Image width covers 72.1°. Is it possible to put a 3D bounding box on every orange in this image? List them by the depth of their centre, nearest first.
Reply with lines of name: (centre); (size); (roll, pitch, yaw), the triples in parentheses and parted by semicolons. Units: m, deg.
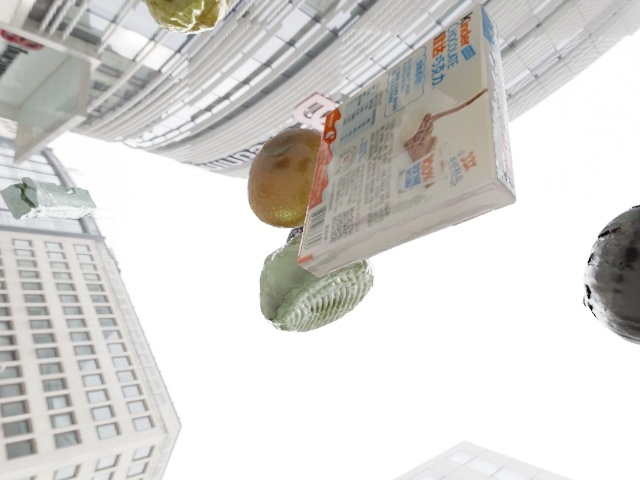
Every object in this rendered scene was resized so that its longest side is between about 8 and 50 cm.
orange: (-0.063, -0.195, 1.224); (0.262, 0.335, 0.196); (18, -42, 22)

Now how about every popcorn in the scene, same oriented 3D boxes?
popcorn: (-0.297, -0.575, 0.902); (0.252, 0.215, 0.287); (-6, -91, 29)

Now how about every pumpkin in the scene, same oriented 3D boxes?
pumpkin: (0.526, 0.051, 0.688); (0.163, 0.233, 0.233); (16, -85, 52)

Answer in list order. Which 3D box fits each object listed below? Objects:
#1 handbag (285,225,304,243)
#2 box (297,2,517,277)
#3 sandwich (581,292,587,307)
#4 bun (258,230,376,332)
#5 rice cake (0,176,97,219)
handbag: (-0.067, -0.015, 1.861); (0.126, 0.208, 0.229); (25, -106, 4)
box: (0.091, -0.114, 0.532); (0.265, 0.048, 0.273); (-24, -136, 43)
sandwich: (0.751, 0.064, 1.036); (0.131, 0.325, 0.262); (33, -51, 35)
bun: (-0.013, 0.053, 0.673); (0.195, 0.195, 0.118); (-44, -123, 29)
rice cake: (-0.546, -0.081, 0.916); (0.066, 0.063, 0.336); (65, -9, -8)
